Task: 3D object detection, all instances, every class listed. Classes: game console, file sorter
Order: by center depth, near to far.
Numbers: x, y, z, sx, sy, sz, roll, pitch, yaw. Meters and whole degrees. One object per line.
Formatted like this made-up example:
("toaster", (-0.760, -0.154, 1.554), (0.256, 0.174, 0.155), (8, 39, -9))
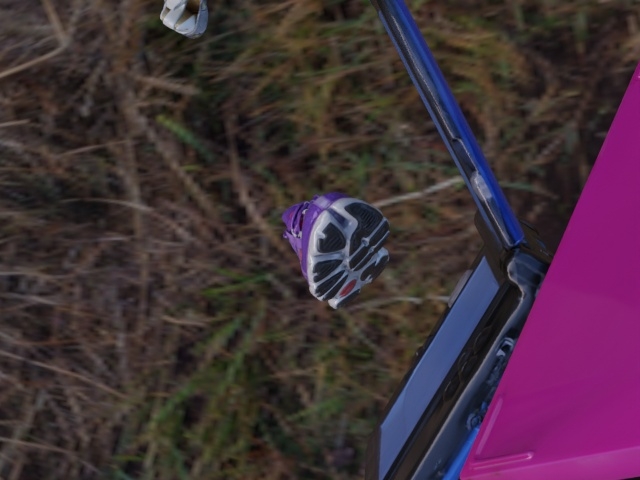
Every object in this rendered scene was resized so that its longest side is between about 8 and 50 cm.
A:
("file sorter", (0.239, 0.028, 0.882), (0.182, 0.202, 0.291), (41, 56, -21))
("game console", (0.036, 0.003, 1.076), (0.173, 0.293, 0.250), (31, 96, -1))

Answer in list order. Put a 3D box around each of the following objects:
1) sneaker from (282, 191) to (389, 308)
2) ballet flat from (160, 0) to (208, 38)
("sneaker", (0.000, 0.000, 1.287), (0.071, 0.170, 0.068), (43, 82, 10))
("ballet flat", (-0.106, -0.184, 1.485), (0.041, 0.114, 0.041), (5, 60, -8))
